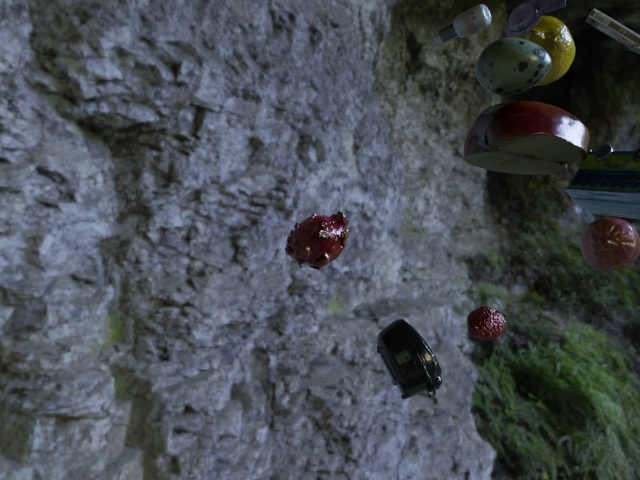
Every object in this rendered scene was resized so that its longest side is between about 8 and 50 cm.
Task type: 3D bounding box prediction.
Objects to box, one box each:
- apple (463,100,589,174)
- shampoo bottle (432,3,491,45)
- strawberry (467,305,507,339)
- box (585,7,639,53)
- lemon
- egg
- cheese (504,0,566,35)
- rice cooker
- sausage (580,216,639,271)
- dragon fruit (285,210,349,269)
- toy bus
[{"bbox_3d":[0.672,-0.316,1.934,0.365,0.295,0.328,8,30,-2],"label":"apple"},{"bbox_3d":[0.455,-0.692,1.914,0.192,0.074,0.074,-17,-16,41],"label":"shampoo bottle"},{"bbox_3d":[0.618,0.310,2.220,0.131,0.131,0.148,-4,-9,45],"label":"strawberry"},{"bbox_3d":[0.830,-0.574,1.635,0.198,0.029,0.109,37,22,9],"label":"box"},{"bbox_3d":[0.745,-0.645,2.012,0.228,0.228,0.253,-1,9,26],"label":"lemon"},{"bbox_3d":[0.602,-0.545,1.842,0.228,0.177,0.177,2,-3,30],"label":"egg"},{"bbox_3d":[0.608,-0.652,1.686,0.042,0.105,0.191,15,-26,-35],"label":"cheese"},{"bbox_3d":[0.216,0.293,1.439,0.118,0.203,0.142,-26,-24,-5],"label":"rice cooker"},{"bbox_3d":[0.739,0.012,1.502,0.148,0.148,0.254,-2,-7,32],"label":"sausage"},{"bbox_3d":[0.000,0.000,1.411,0.133,0.166,0.136,50,1,-37],"label":"dragon fruit"},{"bbox_3d":[0.925,-0.172,1.769,0.152,0.190,0.312,35,-6,-23],"label":"toy bus"}]
